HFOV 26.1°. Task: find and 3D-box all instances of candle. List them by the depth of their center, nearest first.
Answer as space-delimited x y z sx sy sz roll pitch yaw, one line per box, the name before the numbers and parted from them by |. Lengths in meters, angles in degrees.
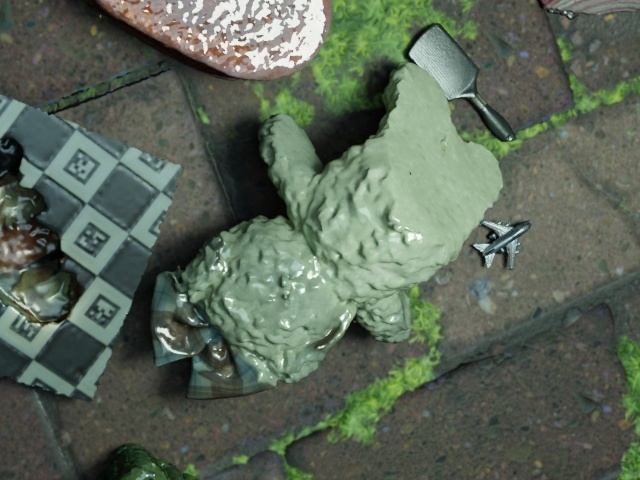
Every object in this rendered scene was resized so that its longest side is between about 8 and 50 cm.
candle | -0.139 -0.334 1.630 0.287 0.131 0.317 -16 103 -13

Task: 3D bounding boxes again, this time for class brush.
brush | 0.191 -0.198 1.811 0.063 0.016 0.193 -45 104 -8

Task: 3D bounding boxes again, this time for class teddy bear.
teddy bear | 0.000 0.000 1.726 0.362 0.375 0.327 -30 107 30

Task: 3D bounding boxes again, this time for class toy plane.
toy plane | 0.245 -0.002 1.833 0.083 0.031 0.079 -36 103 -11

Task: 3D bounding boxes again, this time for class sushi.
sushi | -0.375 -0.009 1.638 0.339 0.069 0.320 20 97 -17

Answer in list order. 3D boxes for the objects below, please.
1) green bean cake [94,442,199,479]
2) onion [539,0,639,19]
green bean cake | -0.205 0.407 1.683 0.241 0.132 0.255 37 83 -20
onion | 0.394 -0.420 1.809 0.250 0.111 0.248 -7 98 -14
